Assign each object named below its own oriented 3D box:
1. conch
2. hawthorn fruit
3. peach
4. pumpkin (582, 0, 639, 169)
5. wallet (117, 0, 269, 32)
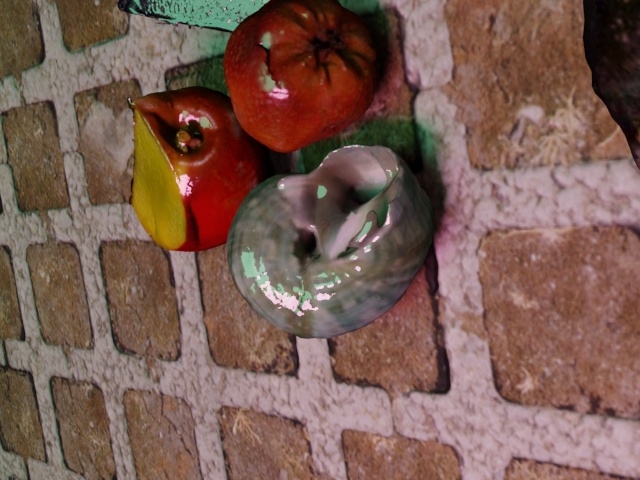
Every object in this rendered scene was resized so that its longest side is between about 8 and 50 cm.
[{"bbox_3d":[0.000,0.000,0.989,0.277,0.195,0.220,-167,83,-66],"label":"conch"},{"bbox_3d":[-0.023,-0.184,0.966,0.173,0.179,0.174,0,86,5],"label":"hawthorn fruit"},{"bbox_3d":[-0.144,-0.066,1.104,0.154,0.158,0.267,59,153,22],"label":"peach"},{"bbox_3d":[0.355,-0.171,0.463,0.454,0.344,0.455,23,127,35],"label":"pumpkin"},{"bbox_3d":[-0.122,-0.360,1.044,0.262,0.071,0.221,16,112,20],"label":"wallet"}]
